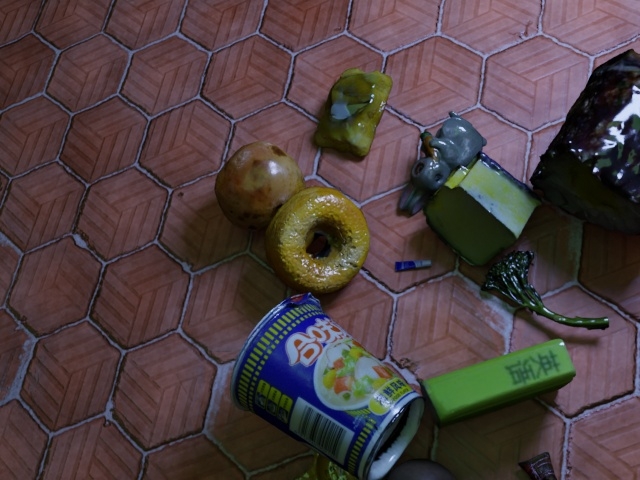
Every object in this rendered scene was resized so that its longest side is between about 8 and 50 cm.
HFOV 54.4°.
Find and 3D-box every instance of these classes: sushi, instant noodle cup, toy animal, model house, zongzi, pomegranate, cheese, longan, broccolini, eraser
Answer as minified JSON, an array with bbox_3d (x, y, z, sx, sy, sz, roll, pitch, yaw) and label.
[{"bbox_3d":[0.634,-0.183,1.279,0.299,0.281,0.294,33,80,14],"label":"sushi"},{"bbox_3d":[0.026,0.301,1.221,0.312,0.284,0.284,31,79,30],"label":"instant noodle cup"},{"bbox_3d":[0.273,-0.170,1.453,0.127,0.125,0.251,29,84,37],"label":"toy animal"},{"bbox_3d":[0.366,-0.089,1.388,0.194,0.170,0.211,40,57,6],"label":"model house"},{"bbox_3d":[0.437,0.457,1.203,0.067,0.073,0.083,-13,67,-12],"label":"zongzi"},{"bbox_3d":[-0.147,-0.134,1.483,0.215,0.215,0.215,-4,69,12],"label":"pomegranate"},{"bbox_3d":[0.035,0.490,1.286,0.270,0.069,0.177,-34,66,2],"label":"cheese"},{"bbox_3d":[0.197,0.511,1.183,0.167,0.167,0.187,-35,32,-1],"label":"longan"},{"bbox_3d":[0.487,0.104,1.327,0.271,0.062,0.123,25,92,26],"label":"broccolini"},{"bbox_3d":[0.338,0.283,1.218,0.274,0.210,0.092,-18,67,4],"label":"eraser"}]

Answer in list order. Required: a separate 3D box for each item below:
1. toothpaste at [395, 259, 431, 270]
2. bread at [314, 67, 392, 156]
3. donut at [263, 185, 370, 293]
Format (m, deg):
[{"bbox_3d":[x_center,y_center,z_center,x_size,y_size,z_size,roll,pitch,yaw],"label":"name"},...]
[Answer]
[{"bbox_3d":[0.214,0.057,1.436,0.083,0.015,0.024,-5,61,17],"label":"toothpaste"},{"bbox_3d":[0.080,-0.336,1.574,0.161,0.088,0.233,17,76,16],"label":"bread"},{"bbox_3d":[-0.002,0.001,1.415,0.254,0.118,0.253,0,91,-18],"label":"donut"}]
